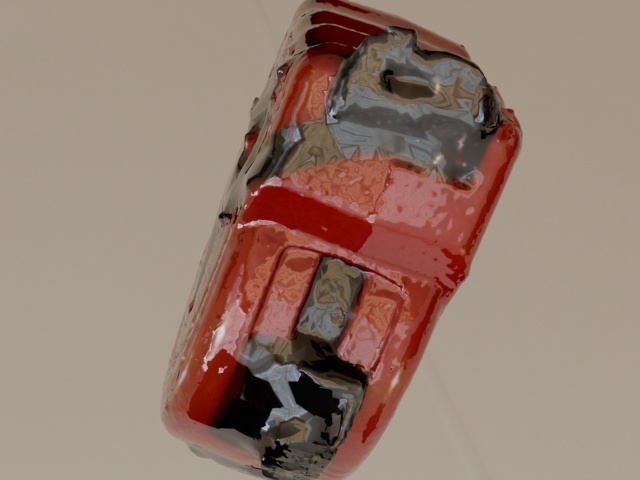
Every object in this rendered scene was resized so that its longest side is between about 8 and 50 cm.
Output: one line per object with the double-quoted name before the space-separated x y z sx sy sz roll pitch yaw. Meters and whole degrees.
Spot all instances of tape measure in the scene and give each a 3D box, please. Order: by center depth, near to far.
"tape measure" 0.000 0.000 0.750 0.114 0.260 0.253 21 -164 -6
